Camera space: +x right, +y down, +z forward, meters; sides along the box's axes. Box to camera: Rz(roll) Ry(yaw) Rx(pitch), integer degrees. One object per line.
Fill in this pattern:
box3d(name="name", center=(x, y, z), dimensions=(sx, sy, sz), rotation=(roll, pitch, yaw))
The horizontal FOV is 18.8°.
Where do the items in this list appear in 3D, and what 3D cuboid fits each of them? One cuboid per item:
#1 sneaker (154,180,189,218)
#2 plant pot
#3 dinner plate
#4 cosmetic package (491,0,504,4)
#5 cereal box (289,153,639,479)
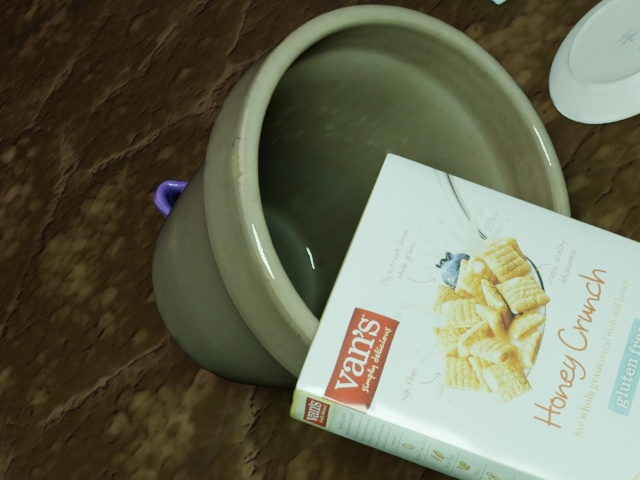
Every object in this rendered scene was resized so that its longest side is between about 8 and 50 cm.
box3d(name="sneaker", center=(-0.072, -0.019, 1.518), dimensions=(0.170, 0.071, 0.068), rotation=(2, 55, 45))
box3d(name="plant pot", center=(0.000, 0.000, 1.301), dimensions=(0.229, 0.263, 0.263), rotation=(-24, 36, 53))
box3d(name="dinner plate", center=(0.224, -0.143, 1.399), dimensions=(0.141, 0.017, 0.141), rotation=(-26, 40, 24))
box3d(name="cosmetic package", center=(0.160, -0.348, 1.492), dimensions=(0.224, 0.224, 0.138), rotation=(-31, 37, 18))
box3d(name="cereal box", center=(0.121, 0.064, 1.128), dimensions=(0.240, 0.047, 0.173), rotation=(20, 60, 3))
